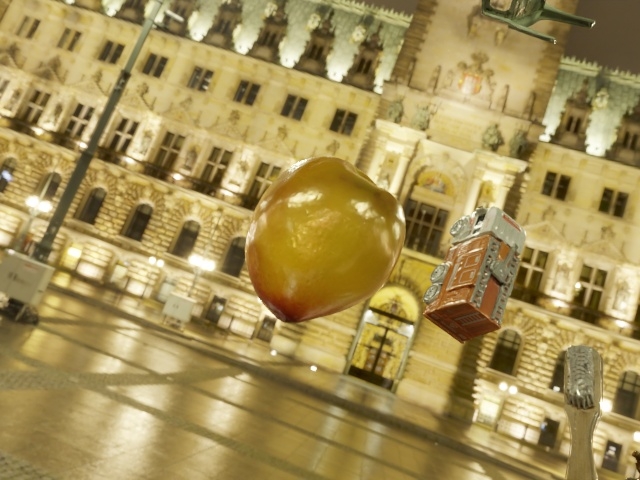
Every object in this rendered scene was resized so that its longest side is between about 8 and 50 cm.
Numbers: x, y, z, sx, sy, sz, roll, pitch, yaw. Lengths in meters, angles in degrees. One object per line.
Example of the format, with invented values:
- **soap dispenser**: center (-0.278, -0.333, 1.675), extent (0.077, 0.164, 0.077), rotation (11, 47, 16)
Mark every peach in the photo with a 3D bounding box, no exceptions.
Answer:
- **peach**: center (-0.003, -0.002, 1.053), extent (0.289, 0.308, 0.289), rotation (44, 4, -4)

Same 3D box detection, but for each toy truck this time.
- **toy truck**: center (0.455, 0.081, 1.591), extent (0.173, 0.387, 0.207), rotation (36, -32, -14)

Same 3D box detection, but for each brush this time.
- **brush**: center (0.472, 0.323, 1.016), extent (0.070, 0.327, 0.065), rotation (-8, -46, 33)

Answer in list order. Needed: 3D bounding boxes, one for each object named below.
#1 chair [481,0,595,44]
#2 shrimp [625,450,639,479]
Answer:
- **chair**: center (0.534, -0.637, 1.404), extent (0.274, 0.203, 0.190), rotation (33, -39, 37)
- **shrimp**: center (0.473, 0.351, 0.709), extent (0.294, 0.154, 0.062), rotation (47, -9, -21)
